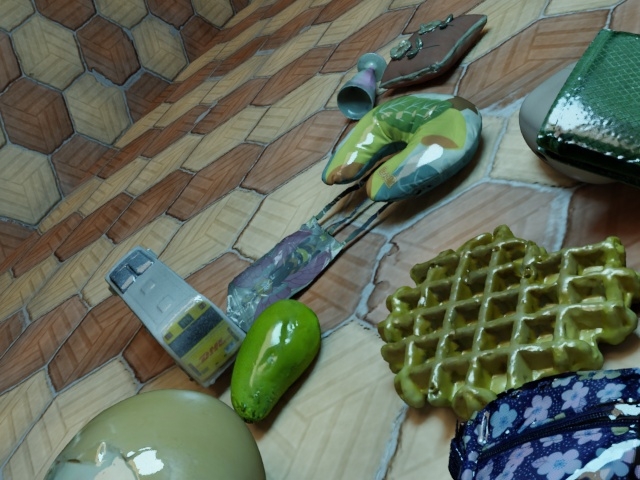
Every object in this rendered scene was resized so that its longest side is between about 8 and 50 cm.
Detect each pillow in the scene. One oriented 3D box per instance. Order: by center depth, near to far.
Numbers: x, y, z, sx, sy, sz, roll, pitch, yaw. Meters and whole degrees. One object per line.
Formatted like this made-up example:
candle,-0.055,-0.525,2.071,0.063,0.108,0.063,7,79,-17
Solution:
pillow,0.121,-0.133,1.015,0.214,0.086,0.233,-43,35,-12
pillow,0.201,-0.356,1.296,0.171,0.075,0.179,1,44,53

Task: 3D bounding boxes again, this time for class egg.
egg,-0.143,0.238,0.633,0.201,0.201,0.244,-26,15,24

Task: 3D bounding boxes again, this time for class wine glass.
wine glass,0.083,-0.305,1.367,0.073,0.073,0.155,-20,32,33

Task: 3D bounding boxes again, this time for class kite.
kite,-0.002,-0.003,1.044,0.360,0.022,0.204,-39,25,-2

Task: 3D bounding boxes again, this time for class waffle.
waffle,0.169,0.063,0.681,0.249,0.056,0.253,-34,25,7

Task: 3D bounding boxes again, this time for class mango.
mango,-0.056,0.137,0.824,0.091,0.074,0.165,-12,36,38

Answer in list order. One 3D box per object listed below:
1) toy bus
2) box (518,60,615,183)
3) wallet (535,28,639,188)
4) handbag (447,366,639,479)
toy bus,-0.216,0.102,1.011,0.097,0.138,0.343,-47,29,-12
box,0.309,-0.138,0.790,0.146,0.088,0.200,-34,28,4
wallet,0.340,-0.110,0.646,0.236,0.055,0.160,25,74,29
handbag,0.169,0.174,0.419,0.229,0.126,0.207,-19,26,35
